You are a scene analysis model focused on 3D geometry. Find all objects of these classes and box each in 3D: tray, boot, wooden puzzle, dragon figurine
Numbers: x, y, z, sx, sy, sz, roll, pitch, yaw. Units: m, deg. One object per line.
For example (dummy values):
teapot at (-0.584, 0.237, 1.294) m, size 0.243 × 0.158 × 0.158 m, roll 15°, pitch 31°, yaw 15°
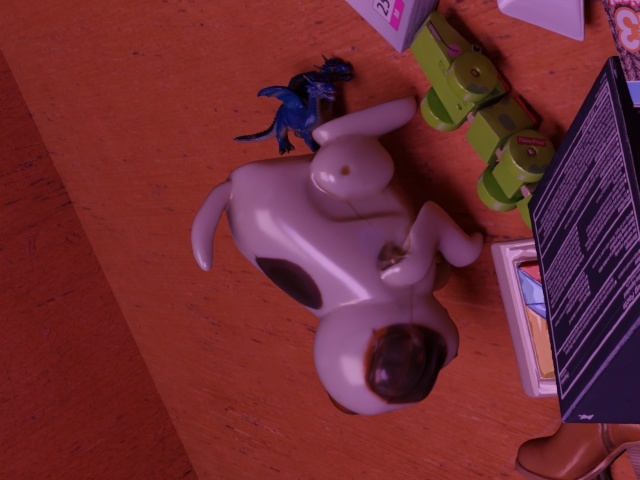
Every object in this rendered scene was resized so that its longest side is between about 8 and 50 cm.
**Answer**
tray at (0.255, -0.373, 1.626) m, size 0.145 × 0.030 × 0.270 m, roll 30°, pitch 140°, yaw 43°
boot at (0.362, 0.224, 1.928) m, size 0.283 × 0.109 × 0.220 m, roll -7°, pitch 105°, yaw 51°
wooden puzzle at (0.343, 0.096, 1.802) m, size 0.239 × 0.044 × 0.221 m, roll -7°, pitch 104°, yaw 32°
dragon figurine at (-0.041, -0.216, 2.215) m, size 0.289 × 0.085 × 0.144 m, roll 7°, pitch 121°, yaw 52°

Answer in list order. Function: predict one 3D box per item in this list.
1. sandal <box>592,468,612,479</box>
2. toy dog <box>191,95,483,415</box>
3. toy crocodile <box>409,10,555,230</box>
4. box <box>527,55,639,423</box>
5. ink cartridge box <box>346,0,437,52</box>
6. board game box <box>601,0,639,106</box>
sandal at (0.393, 0.354, 2.079) m, size 0.090 × 0.060 × 0.219 m, roll 32°, pitch 142°, yaw 42°
toy dog at (0.052, 0.047, 2.013) m, size 0.284 × 0.395 × 0.408 m, roll -34°, pitch 78°, yaw 54°
toy crocodile at (0.229, -0.151, 1.830) m, size 0.340 × 0.105 × 0.115 m, roll 57°, pitch 152°, yaw 15°
box at (0.366, 0.010, 1.520) m, size 0.296 × 0.183 × 0.294 m, roll 108°, pitch 162°, yaw -57°
ink cartridge box at (0.073, -0.423, 1.854) m, size 0.239 × 0.060 × 0.275 m, roll 46°, pitch 150°, yaw 22°
board game box at (0.372, -0.299, 1.283) m, size 0.141 × 0.232 × 0.291 m, roll 8°, pitch 125°, yaw 57°
